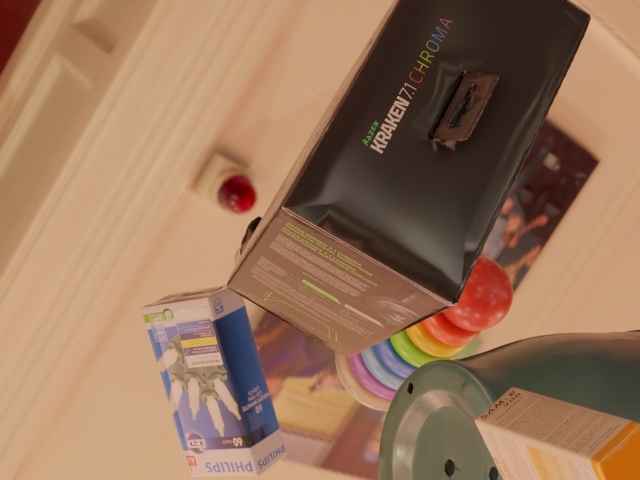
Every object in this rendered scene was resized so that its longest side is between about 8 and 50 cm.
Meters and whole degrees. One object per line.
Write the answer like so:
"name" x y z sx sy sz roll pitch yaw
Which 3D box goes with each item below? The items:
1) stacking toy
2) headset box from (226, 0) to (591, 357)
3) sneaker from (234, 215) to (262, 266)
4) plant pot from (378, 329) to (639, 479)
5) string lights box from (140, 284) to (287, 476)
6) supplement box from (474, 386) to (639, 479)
"stacking toy" 0.137 0.109 1.258 0.141 0.141 0.330 31 147 -5
"headset box" 0.057 -0.061 0.750 0.131 0.246 0.283 30 161 -4
"sneaker" 0.000 0.000 1.350 0.234 0.106 0.078 -3 -127 -9
"plant pot" 0.203 0.203 0.868 0.255 0.271 0.271 9 -162 -30
"string lights box" -0.150 0.200 1.386 0.133 0.259 0.077 -11 -173 35
"supplement box" 0.139 0.123 0.539 0.098 0.036 0.062 8 129 59
